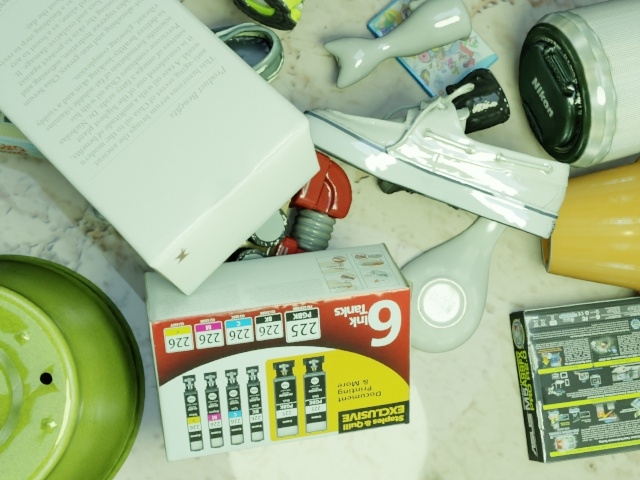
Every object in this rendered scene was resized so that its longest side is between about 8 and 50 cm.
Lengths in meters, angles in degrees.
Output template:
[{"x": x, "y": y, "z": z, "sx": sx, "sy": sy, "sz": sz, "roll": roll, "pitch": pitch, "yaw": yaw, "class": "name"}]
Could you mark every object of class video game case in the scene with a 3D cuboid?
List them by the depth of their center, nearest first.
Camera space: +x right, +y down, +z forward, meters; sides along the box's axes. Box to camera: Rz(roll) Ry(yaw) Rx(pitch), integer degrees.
[{"x": 0.166, "y": -0.292, "z": 1.467, "sx": 0.119, "sy": 0.015, "sz": 0.166, "roll": -43, "pitch": 91, "yaw": -13, "class": "video game case"}]

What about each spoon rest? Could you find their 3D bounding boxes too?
[{"x": 0.207, "y": 0.036, "z": 1.408, "sx": 0.137, "sy": 0.084, "sz": 0.276, "roll": 39, "pitch": 91, "yaw": -2, "class": "spoon rest"}]

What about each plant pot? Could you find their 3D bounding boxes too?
[{"x": -0.386, "y": 0.179, "z": 1.136, "sx": 0.367, "sy": 0.353, "sz": 0.366, "roll": 1, "pitch": 83, "yaw": -10, "class": "plant pot"}, {"x": 0.410, "y": -0.019, "z": 1.392, "sx": 0.188, "sy": 0.205, "sz": 0.205, "roll": -1, "pitch": 82, "yaw": 6, "class": "plant pot"}]

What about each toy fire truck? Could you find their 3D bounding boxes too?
[{"x": 0.000, "y": 0.000, "z": 1.347, "sx": 0.246, "sy": 0.158, "sz": 0.217, "roll": 21, "pitch": 84, "yaw": -27, "class": "toy fire truck"}]

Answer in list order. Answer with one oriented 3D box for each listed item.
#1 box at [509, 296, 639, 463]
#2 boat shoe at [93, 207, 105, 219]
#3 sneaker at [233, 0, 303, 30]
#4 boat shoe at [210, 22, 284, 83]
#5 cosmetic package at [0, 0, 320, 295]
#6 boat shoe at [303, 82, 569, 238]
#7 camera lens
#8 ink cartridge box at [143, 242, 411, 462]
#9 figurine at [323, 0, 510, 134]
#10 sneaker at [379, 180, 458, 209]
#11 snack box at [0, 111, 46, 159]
[{"x": 0.419, "y": 0.193, "z": 1.423, "sx": 0.270, "sy": 0.060, "sz": 0.216, "roll": -6, "pitch": 84, "yaw": -10, "class": "box"}, {"x": -0.223, "y": -0.088, "z": 1.348, "sx": 0.083, "sy": 0.065, "sz": 0.183, "roll": 35, "pitch": 98, "yaw": -37, "class": "boat shoe"}, {"x": -0.122, "y": -0.415, "z": 1.310, "sx": 0.300, "sy": 0.111, "sz": 0.121, "roll": 42, "pitch": 65, "yaw": -23, "class": "sneaker"}, {"x": -0.204, "y": -0.234, "z": 1.350, "sx": 0.320, "sy": 0.099, "sz": 0.116, "roll": -13, "pitch": 88, "yaw": -9, "class": "boat shoe"}, {"x": -0.240, "y": -0.179, "z": 1.153, "sx": 0.230, "sy": 0.161, "sz": 0.453, "roll": -44, "pitch": 75, "yaw": -7, "class": "cosmetic package"}, {"x": 0.157, "y": -0.135, "z": 1.304, "sx": 0.367, "sy": 0.136, "sz": 0.156, "roll": 21, "pitch": 93, "yaw": 2, "class": "boat shoe"}, {"x": 0.435, "y": -0.232, "z": 1.400, "sx": 0.274, "sy": 0.219, "sz": 0.219, "roll": -15, "pitch": 85, "yaw": -11, "class": "camera lens"}, {"x": -0.050, "y": 0.165, "z": 1.249, "sx": 0.310, "sy": 0.130, "sz": 0.271, "roll": -8, "pitch": 117, "yaw": -9, "class": "ink cartridge box"}, {"x": 0.130, "y": -0.226, "z": 1.408, "sx": 0.209, "sy": 0.092, "sz": 0.214, "roll": -24, "pitch": 89, "yaw": 1, "class": "figurine"}, {"x": 0.176, "y": -0.080, "z": 1.421, "sx": 0.170, "sy": 0.051, "sz": 0.089, "roll": -26, "pitch": 83, "yaw": -15, "class": "sneaker"}, {"x": -0.342, "y": -0.265, "z": 1.311, "sx": 0.187, "sy": 0.060, "sz": 0.321, "roll": 10, "pitch": 76, "yaw": 15, "class": "snack box"}]
